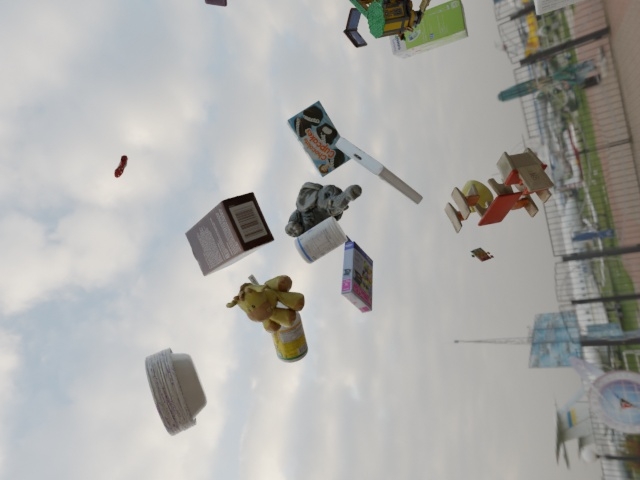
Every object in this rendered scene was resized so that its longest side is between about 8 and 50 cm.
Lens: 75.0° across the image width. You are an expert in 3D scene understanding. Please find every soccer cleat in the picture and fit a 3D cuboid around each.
[{"bbox_3d":[-0.671,-0.248,1.410,0.035,0.029,0.083,170,119,-84],"label":"soccer cleat"}]

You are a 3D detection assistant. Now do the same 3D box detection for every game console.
[{"bbox_3d":[0.156,-0.859,1.687,0.124,0.085,0.144,49,-144,-5],"label":"game console"}]

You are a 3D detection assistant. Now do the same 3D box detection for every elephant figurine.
[{"bbox_3d":[0.011,-0.098,1.217,0.186,0.239,0.169,36,-161,15],"label":"elephant figurine"}]

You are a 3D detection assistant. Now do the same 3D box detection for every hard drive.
[{"bbox_3d":[0.200,-0.224,1.375,0.203,0.040,0.307,44,-166,34],"label":"hard drive"}]

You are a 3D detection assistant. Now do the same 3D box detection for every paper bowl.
[{"bbox_3d":[-0.493,0.510,1.452,0.148,0.284,0.284,-21,-80,-19],"label":"paper bowl"}]

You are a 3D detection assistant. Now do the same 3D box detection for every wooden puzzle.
[{"bbox_3d":[0.497,0.043,1.291,0.083,0.006,0.049,-13,-132,-33],"label":"wooden puzzle"}]

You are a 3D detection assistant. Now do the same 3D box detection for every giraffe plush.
[{"bbox_3d":[-0.171,0.175,1.219,0.181,0.210,0.170,-57,-14,5],"label":"giraffe plush"}]

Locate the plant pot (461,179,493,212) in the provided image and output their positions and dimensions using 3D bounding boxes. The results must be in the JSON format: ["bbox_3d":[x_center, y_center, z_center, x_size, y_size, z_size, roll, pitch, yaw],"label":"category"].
[{"bbox_3d":[0.626,-0.167,1.719,0.095,0.134,0.134,-45,-55,-13],"label":"plant pot"}]

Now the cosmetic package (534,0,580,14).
[{"bbox_3d":[0.628,-0.731,1.078,0.184,0.151,0.151,42,-136,-54],"label":"cosmetic package"}]

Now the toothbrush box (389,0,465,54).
[{"bbox_3d":[0.432,-0.838,1.671,0.206,0.283,0.122,-39,-62,-63],"label":"toothbrush box"}]

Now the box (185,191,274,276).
[{"bbox_3d":[-0.341,-0.013,1.521,0.143,0.381,0.191,-24,-91,-41],"label":"box"}]

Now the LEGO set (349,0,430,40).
[{"bbox_3d":[0.160,-0.546,0.730,0.331,0.192,0.255,89,155,-47],"label":"LEGO set"}]

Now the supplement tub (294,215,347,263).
[{"bbox_3d":[0.000,0.000,0.959,0.071,0.107,0.071,55,-171,-13],"label":"supplement tub"}]

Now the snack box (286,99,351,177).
[{"bbox_3d":[-0.003,-0.491,2.038,0.322,0.187,0.060,57,174,-11],"label":"snack box"}]

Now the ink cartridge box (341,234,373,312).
[{"bbox_3d":[0.167,0.139,1.843,0.186,0.065,0.311,45,-142,-41],"label":"ink cartridge box"}]

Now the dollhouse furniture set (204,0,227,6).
[{"bbox_3d":[-0.189,-0.430,0.644,0.091,0.114,0.081,95,-173,-47],"label":"dollhouse furniture set"}]

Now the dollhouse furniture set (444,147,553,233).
[{"bbox_3d":[0.521,-0.119,1.167,0.259,0.262,0.135,94,163,-59],"label":"dollhouse furniture set"}]

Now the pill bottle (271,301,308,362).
[{"bbox_3d":[-0.117,0.312,1.461,0.117,0.118,0.208,-46,-50,-54],"label":"pill bottle"}]
